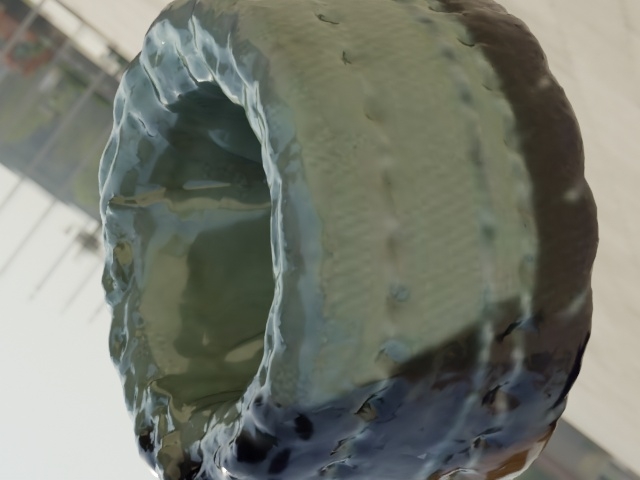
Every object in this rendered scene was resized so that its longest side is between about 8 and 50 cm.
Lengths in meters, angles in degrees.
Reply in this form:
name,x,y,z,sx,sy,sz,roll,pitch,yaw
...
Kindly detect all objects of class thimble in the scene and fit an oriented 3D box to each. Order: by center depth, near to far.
name,x,y,z,sx,sy,sz,roll,pitch,yaw
thimble,0.000,0.000,0.752,0.150,0.237,0.237,-1,-161,-27
